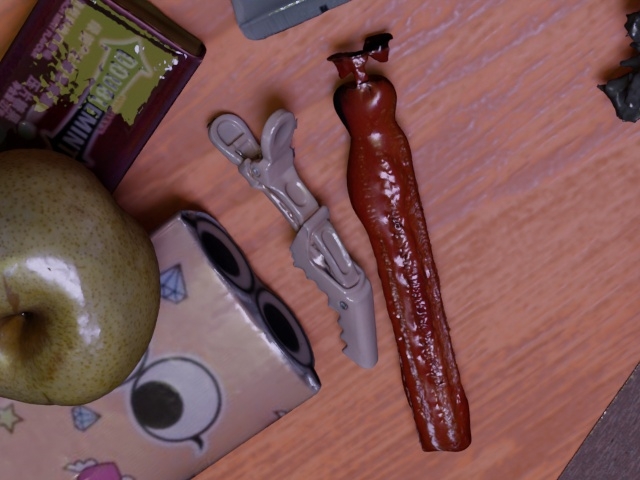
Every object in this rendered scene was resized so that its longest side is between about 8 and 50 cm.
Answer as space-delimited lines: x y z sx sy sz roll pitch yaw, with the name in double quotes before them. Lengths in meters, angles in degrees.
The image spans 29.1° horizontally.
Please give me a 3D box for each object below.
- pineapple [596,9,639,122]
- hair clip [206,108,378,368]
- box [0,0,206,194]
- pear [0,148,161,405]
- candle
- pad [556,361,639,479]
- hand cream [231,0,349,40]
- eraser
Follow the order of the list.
"pineapple" 0.248 -0.165 0.818 0.108 0.108 0.197 23 119 -7
"hair clip" 0.000 0.000 0.900 0.072 0.034 0.226 -12 114 48
"box" -0.189 -0.076 0.877 0.120 0.069 0.224 35 106 -11
"pear" -0.185 0.027 0.807 0.167 0.136 0.167 -1 115 -2
"candle" 0.060 0.014 0.912 0.051 0.048 0.329 -2 113 31
"pad" 0.283 0.208 1.000 0.176 0.002 0.266 27 109 -8
"hand cream" -0.063 -0.301 0.800 0.124 0.078 0.340 -22 116 9
"eraser" -0.160 0.120 0.936 0.290 0.087 0.171 -35 100 14
